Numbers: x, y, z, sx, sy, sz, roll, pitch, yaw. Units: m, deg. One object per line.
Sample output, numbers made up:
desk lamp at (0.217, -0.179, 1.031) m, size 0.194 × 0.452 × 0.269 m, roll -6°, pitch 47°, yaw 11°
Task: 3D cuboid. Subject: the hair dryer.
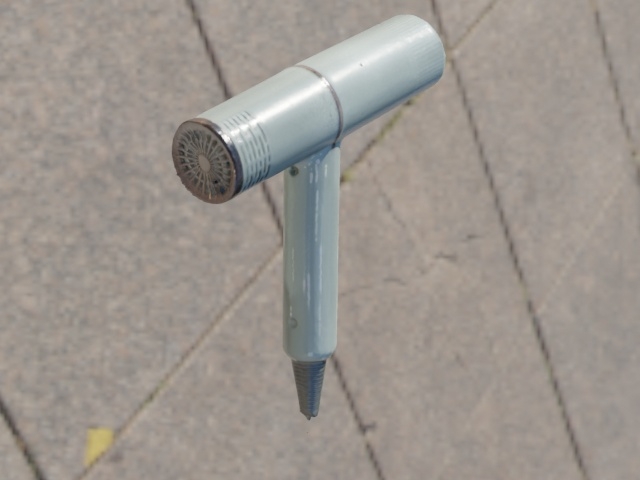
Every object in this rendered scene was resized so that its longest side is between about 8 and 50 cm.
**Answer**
hair dryer at (0.006, -0.002, 0.734) m, size 0.155 × 0.044 × 0.183 m, roll -32°, pitch 126°, yaw -39°
